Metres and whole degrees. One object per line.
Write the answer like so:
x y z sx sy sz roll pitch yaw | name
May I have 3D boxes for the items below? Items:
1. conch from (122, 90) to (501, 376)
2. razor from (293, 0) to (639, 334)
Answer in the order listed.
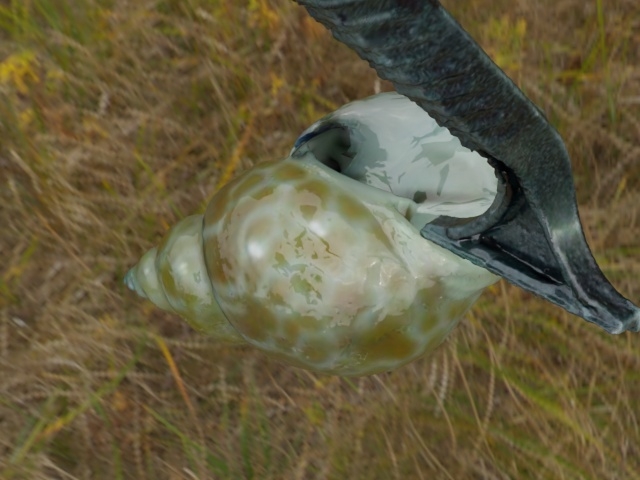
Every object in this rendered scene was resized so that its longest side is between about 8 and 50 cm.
0.014 0.005 0.729 0.173 0.106 0.116 -36 89 -14 | conch
0.016 -0.040 0.335 0.066 0.190 0.033 28 80 38 | razor
